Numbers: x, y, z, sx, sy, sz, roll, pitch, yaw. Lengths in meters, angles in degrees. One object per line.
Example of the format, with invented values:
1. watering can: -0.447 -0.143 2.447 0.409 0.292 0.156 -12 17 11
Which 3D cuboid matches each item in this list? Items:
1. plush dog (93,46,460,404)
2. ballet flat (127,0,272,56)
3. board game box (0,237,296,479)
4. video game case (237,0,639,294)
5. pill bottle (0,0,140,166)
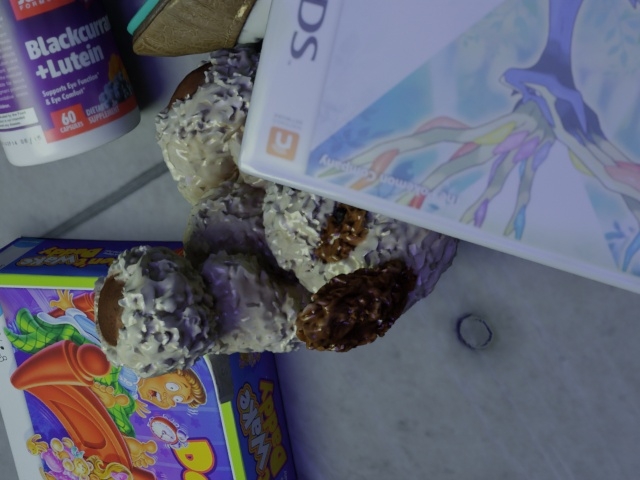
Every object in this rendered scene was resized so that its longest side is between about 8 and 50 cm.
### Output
1. plush dog: 0.000 0.000 0.996 0.225 0.262 0.210 -11 141 40
2. ballet flat: -0.001 -0.216 0.948 0.124 0.116 0.342 38 121 -5
3. board game box: -0.144 0.172 1.210 0.233 0.078 0.347 1 112 27
4. video game case: 0.135 -0.136 0.828 0.329 0.036 0.299 17 110 11
5. pill bottle: -0.213 -0.162 1.073 0.108 0.108 0.193 -8 109 30
